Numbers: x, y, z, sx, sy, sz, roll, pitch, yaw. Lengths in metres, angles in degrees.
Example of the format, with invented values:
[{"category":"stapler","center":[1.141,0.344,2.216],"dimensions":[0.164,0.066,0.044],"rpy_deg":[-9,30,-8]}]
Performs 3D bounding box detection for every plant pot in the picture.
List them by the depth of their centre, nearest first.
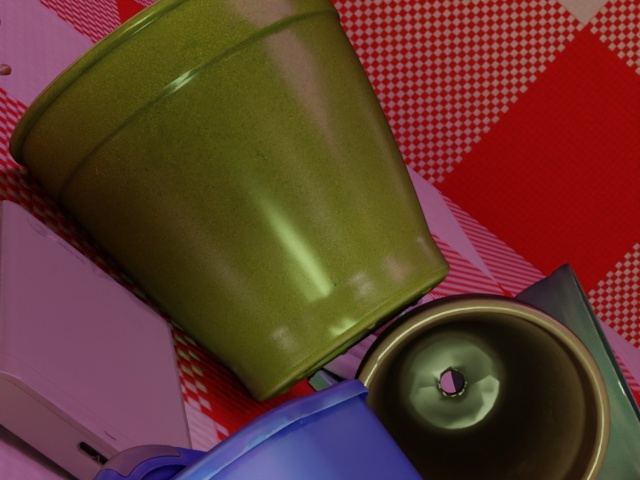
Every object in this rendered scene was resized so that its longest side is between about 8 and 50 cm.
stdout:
[{"category":"plant pot","center":[-0.063,-0.042,1.563],"dimensions":[0.353,0.366,0.366],"rpy_deg":[56,14,6]},{"category":"plant pot","center":[0.151,0.174,1.647],"dimensions":[0.263,0.263,0.229],"rpy_deg":[41,2,-7]},{"category":"plant pot","center":[0.286,0.200,1.960],"dimensions":[0.293,0.196,0.293],"rpy_deg":[61,11,-20]}]

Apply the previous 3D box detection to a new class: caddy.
[{"category":"caddy","center":[-0.060,0.192,0.898],"dimensions":[0.179,0.241,0.341],"rpy_deg":[51,13,10]}]

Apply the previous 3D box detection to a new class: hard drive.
[{"category":"hard drive","center":[-0.191,0.097,1.262],"dimensions":[0.203,0.040,0.307],"rpy_deg":[41,12,-24]}]

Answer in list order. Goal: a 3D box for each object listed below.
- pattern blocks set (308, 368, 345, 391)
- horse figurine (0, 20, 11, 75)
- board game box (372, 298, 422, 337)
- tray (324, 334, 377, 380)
[{"category":"pattern blocks set","center":[0.093,0.198,1.867],"dimensions":[0.285,0.026,0.325],"rpy_deg":[42,12,0]},{"category":"horse figurine","center":[-0.434,-0.253,1.637],"dimensions":[0.174,0.066,0.263],"rpy_deg":[-13,62,-52]},{"category":"board game box","center":[0.000,0.000,2.131],"dimensions":[0.318,0.066,0.318],"rpy_deg":[38,12,-3]},{"category":"tray","center":[0.038,0.128,1.817],"dimensions":[0.270,0.030,0.145],"rpy_deg":[30,13,-22]}]
